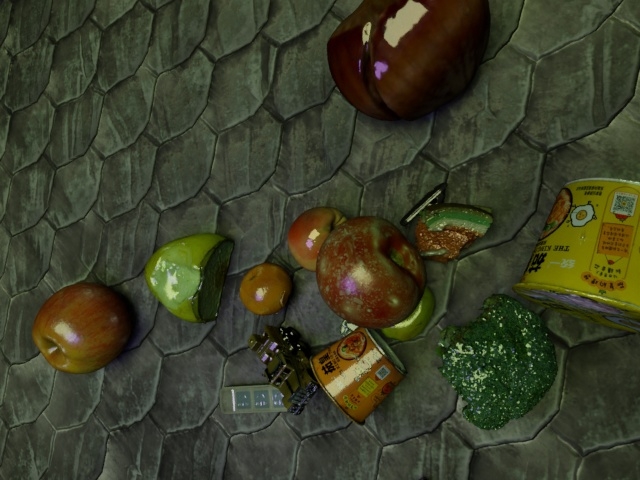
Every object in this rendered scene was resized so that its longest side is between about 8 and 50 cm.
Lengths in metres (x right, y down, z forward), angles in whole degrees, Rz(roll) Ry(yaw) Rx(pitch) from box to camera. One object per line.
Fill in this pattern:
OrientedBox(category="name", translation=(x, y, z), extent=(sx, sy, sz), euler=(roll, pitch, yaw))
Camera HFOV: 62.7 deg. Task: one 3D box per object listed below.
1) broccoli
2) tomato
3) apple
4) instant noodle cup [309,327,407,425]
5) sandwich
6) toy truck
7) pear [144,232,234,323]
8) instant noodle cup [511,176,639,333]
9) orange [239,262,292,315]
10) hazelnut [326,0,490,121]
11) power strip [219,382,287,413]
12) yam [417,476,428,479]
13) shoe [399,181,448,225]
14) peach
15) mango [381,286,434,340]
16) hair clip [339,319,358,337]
OrientedBox(category="broccoli", translation=(0.383, 0.266, 1.191), extent=(0.275, 0.308, 0.307), euler=(22, 94, 48))
OrientedBox(category="tomato", translation=(0.110, 0.082, 1.245), extent=(0.223, 0.270, 0.270), euler=(-33, 73, 33))
OrientedBox(category="apple", translation=(-0.759, 0.274, 1.652), extent=(0.302, 0.301, 0.301), euler=(-2, 84, 23))
OrientedBox(category="instant noodle cup", translation=(0.102, 0.326, 1.324), extent=(0.172, 0.216, 0.216), euler=(-41, 71, 4))
OrientedBox(category="sandwich", translation=(0.329, -0.015, 1.295), extent=(0.185, 0.109, 0.159), euler=(2, 104, 2))
OrientedBox(category="toy truck", translation=(-0.097, 0.333, 1.398), extent=(0.127, 0.127, 0.257), euler=(-52, 40, 9))
OrientedBox(category="pear", translation=(-0.415, 0.093, 1.585), extent=(0.292, 0.159, 0.292), euler=(-3, 84, 26))
OrientedBox(category="instant noodle cup", translation=(0.597, 0.032, 1.091), extent=(0.326, 0.325, 0.254), euler=(17, 82, 23))
OrientedBox(category="orange", translation=(-0.151, 0.139, 1.477), extent=(0.155, 0.134, 0.154), euler=(-23, 39, 20))
OrientedBox(category="hazelnut", translation=(0.218, -0.483, 1.274), extent=(0.359, 0.359, 0.409), euler=(43, 110, 20))
OrientedBox(category="power strip", translation=(-0.172, 0.451, 1.502), extent=(0.272, 0.052, 0.078), euler=(-9, 81, 22))
OrientedBox(category="yam", translation=(0.172, 0.681, 1.340), extent=(0.264, 0.046, 0.046), euler=(-38, 72, 17))
OrientedBox(category="shoe", translation=(0.277, -0.083, 1.362), extent=(0.159, 0.062, 0.053), euler=(-41, 97, 9))
OrientedBox(category="peach", translation=(0.000, 0.000, 1.410), extent=(0.184, 0.184, 0.184), euler=(-2, 84, 23))
OrientedBox(category="mango", translation=(0.222, 0.187, 1.339), extent=(0.163, 0.089, 0.117), euler=(-39, 66, 14))
OrientedBox(category="hair clip", translation=(0.134, 0.180, 1.407), extent=(0.066, 0.036, 0.229), euler=(48, 110, 24))
